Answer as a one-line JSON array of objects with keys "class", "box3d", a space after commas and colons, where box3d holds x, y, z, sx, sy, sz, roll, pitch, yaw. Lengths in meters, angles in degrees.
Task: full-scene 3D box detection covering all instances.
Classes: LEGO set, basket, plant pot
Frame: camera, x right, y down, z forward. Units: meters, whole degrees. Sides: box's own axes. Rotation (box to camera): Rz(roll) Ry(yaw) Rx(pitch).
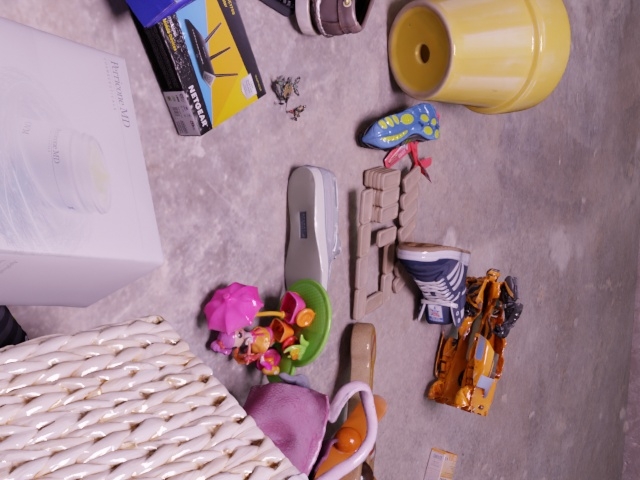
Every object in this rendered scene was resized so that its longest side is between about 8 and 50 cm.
[{"class": "LEGO set", "box3d": [-0.049, -0.213, 1.076, 0.054, 0.023, 0.083, -45, 142, -34]}, {"class": "basket", "box3d": [-0.236, 0.272, 0.633, 0.331, 0.266, 0.328, -8, 139, -49]}, {"class": "plant pot", "box3d": [0.257, -0.337, 1.275, 0.239, 0.254, 0.254, -16, 109, -32]}]

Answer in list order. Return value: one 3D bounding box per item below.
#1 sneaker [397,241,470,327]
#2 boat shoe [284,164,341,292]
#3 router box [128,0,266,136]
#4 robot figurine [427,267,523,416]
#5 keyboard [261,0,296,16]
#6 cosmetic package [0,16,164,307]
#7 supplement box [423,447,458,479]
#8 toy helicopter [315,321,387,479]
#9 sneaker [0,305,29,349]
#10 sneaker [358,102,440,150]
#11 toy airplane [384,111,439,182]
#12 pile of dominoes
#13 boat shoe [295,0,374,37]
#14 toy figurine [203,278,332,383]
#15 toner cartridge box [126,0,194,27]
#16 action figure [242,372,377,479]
[{"class": "sneaker", "box3d": [0.211, 0.085, 1.365, 0.282, 0.099, 0.153, 9, 89, -64]}, {"class": "boat shoe", "box3d": [-0.001, -0.001, 1.122, 0.081, 0.079, 0.228, -4, 97, -47]}, {"class": "router box", "box3d": [-0.150, -0.240, 0.920, 0.133, 0.046, 0.179, -43, 127, -38]}, {"class": "robot figurine", "box3d": [0.307, 0.193, 1.467, 0.085, 0.211, 0.291, 17, 80, -19]}, {"class": "keyboard", "box3d": [-0.084, -0.389, 0.997, 0.180, 0.023, 0.108, 15, 84, -52]}, {"class": "cosmetic package", "box3d": [-0.281, -0.066, 0.648, 0.224, 0.138, 0.224, 8, 62, -53]}, {"class": "supplement box", "box3d": [0.253, 0.496, 1.560, 0.062, 0.036, 0.098, 29, 74, -49]}, {"class": "toy helicopter", "box3d": [0.056, 0.302, 1.195, 0.235, 0.140, 0.355, 56, 35, -63]}, {"class": "sneaker", "box3d": [-0.344, 0.091, 0.732, 0.097, 0.084, 0.235, -35, 127, -71]}, {"class": "sneaker", "box3d": [0.138, -0.193, 1.261, 0.188, 0.078, 0.067, -19, 98, -40]}, {"class": "toy airplane", "box3d": [0.173, -0.167, 1.346, 0.151, 0.028, 0.151, -13, 113, -34]}, {"class": "pile of dominoes", "box3d": [0.108, -0.005, 1.309, 0.196, 0.040, 0.251, -22, 121, -51]}, {"class": "boat shoe", "box3d": [0.067, -0.441, 1.099, 0.324, 0.096, 0.116, -67, 152, -20]}, {"class": "toy figurine", "box3d": [-0.094, 0.123, 1.030, 0.159, 0.130, 0.173, 15, 109, -38]}, {"class": "toner cartridge box", "box3d": [-0.120, -0.404, 0.868, 0.348, 0.075, 0.165, -47, 111, -36]}, {"class": "action figure", "box3d": [-0.087, 0.368, 0.935, 0.370, 0.275, 0.248, -62, 141, -50]}]
